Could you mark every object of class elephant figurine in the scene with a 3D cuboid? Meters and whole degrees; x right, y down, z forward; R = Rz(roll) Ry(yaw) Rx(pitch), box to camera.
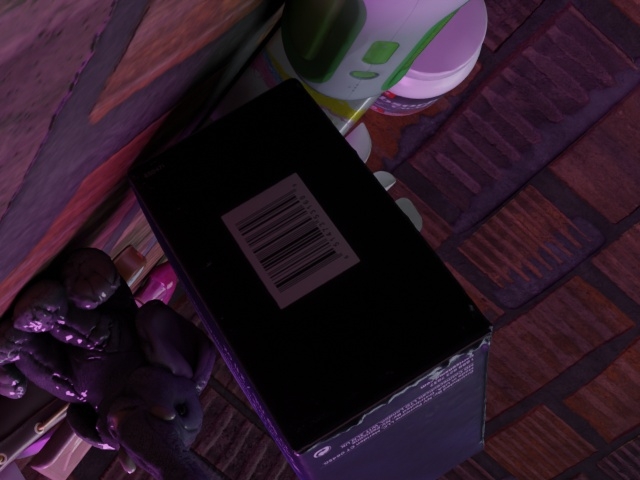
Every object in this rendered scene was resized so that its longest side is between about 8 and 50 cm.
[{"bbox_3d":[-0.173,0.134,0.836,0.186,0.239,0.169,-52,-176,-40],"label":"elephant figurine"}]

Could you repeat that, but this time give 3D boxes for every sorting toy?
[{"bbox_3d":[-0.313,0.243,1.157,0.307,0.041,0.229,-53,177,-20],"label":"sorting toy"}]

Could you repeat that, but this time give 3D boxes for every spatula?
[{"bbox_3d":[0.000,0.000,1.070,0.242,0.168,0.019,-43,149,22],"label":"spatula"}]

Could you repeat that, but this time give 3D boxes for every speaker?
[{"bbox_3d":[0.044,-0.195,0.692,0.131,0.131,0.296,-50,-177,-10],"label":"speaker"}]

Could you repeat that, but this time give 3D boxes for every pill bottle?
[{"bbox_3d":[0.153,-0.333,1.551,0.210,0.210,0.363,-49,-177,-2],"label":"pill bottle"}]

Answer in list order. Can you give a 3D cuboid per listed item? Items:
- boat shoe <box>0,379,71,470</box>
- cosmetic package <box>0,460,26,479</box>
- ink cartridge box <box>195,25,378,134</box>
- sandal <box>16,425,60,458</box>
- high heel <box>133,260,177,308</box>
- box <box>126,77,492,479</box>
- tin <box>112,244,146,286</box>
[{"bbox_3d":[-0.377,0.249,0.975,0.324,0.096,0.116,-51,-176,-29],"label":"boat shoe"},{"bbox_3d":[-0.479,0.397,1.187,0.239,0.099,0.060,-31,172,-34],"label":"cosmetic package"},{"bbox_3d":[0.019,-0.193,0.975,0.353,0.119,0.207,-47,-176,23],"label":"ink cartridge box"},{"bbox_3d":[-0.390,0.260,1.316,0.416,0.102,0.169,-39,-170,30],"label":"sandal"},{"bbox_3d":[-0.348,0.102,1.993,0.117,0.082,0.244,-51,176,-15],"label":"high heel"},{"bbox_3d":[-0.001,0.074,0.837,0.182,0.296,0.294,-31,151,-8],"label":"box"},{"bbox_3d":[-0.298,0.087,1.202,0.190,0.040,0.106,-50,-172,-7],"label":"tin"}]
